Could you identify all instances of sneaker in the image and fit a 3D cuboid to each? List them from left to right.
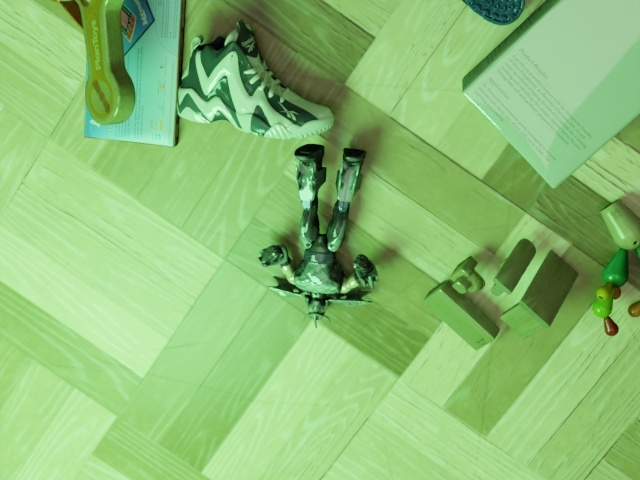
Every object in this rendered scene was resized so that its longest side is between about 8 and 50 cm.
[{"bbox_3d":[-0.091,-0.241,1.737,0.235,0.094,0.153,13,115,14],"label":"sneaker"},{"bbox_3d":[0.193,-0.396,1.674,0.232,0.090,0.081,38,106,-25],"label":"sneaker"}]

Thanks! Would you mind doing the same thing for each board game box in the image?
[{"bbox_3d":[-0.278,-0.287,1.786,0.145,0.027,0.281,7,106,5],"label":"board game box"}]

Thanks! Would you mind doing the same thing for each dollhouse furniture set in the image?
[{"bbox_3d":[0.272,0.072,1.807,0.144,0.123,0.151,42,141,-4],"label":"dollhouse furniture set"}]

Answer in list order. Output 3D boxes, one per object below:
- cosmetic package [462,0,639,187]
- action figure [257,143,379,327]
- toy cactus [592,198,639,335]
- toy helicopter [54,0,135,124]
[{"bbox_3d":[0.390,-0.270,1.635,0.365,0.155,0.197,-42,97,15],"label":"cosmetic package"},{"bbox_3d":[0.000,0.000,1.790,0.185,0.099,0.285,5,108,1],"label":"action figure"},{"bbox_3d":[0.471,0.025,1.739,0.219,0.112,0.180,-37,88,23],"label":"toy cactus"},{"bbox_3d":[-0.325,-0.339,1.682,0.235,0.140,0.355,-3,94,42],"label":"toy helicopter"}]
